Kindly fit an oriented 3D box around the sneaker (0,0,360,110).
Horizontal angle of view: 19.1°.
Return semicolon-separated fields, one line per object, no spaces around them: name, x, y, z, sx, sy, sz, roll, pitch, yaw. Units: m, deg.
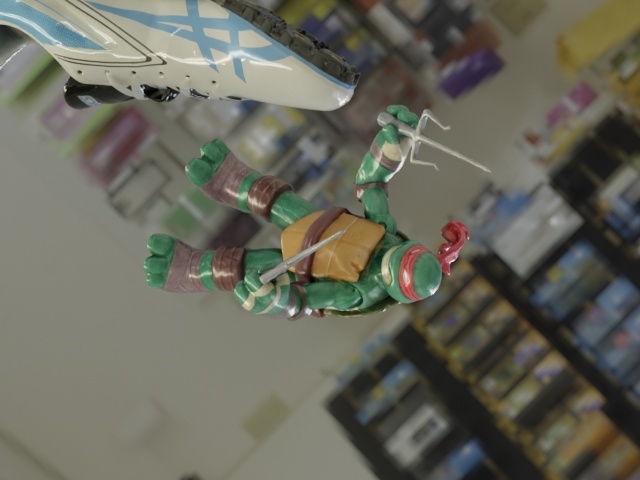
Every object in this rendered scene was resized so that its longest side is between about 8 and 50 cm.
sneaker;-0.089;-0.104;1.056;0.237;0.086;0.085;17;-176;20

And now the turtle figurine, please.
turtle figurine;0.000;0.000;1.259;0.234;0.175;0.118;8;136;38
